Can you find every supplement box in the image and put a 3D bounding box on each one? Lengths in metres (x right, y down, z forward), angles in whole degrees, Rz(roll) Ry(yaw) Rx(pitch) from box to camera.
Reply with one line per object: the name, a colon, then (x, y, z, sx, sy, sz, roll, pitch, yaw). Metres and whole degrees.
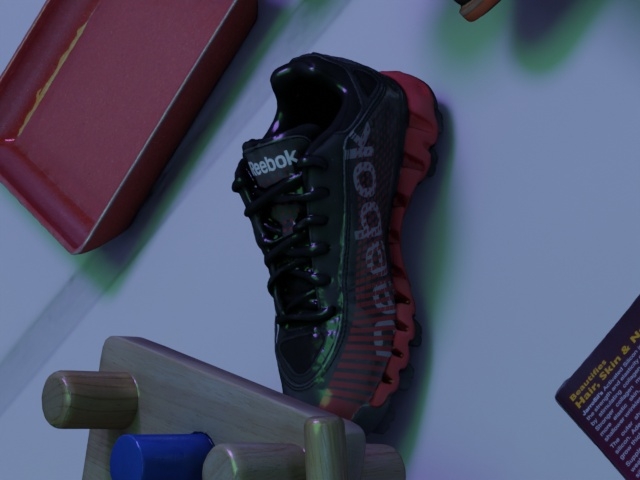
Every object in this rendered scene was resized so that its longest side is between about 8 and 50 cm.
supplement box: (0.216, 0.104, 1.001, 0.104, 0.081, 0.188, -53, 39, 12)

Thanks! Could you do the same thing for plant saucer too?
plant saucer: (-0.163, -0.135, 1.612, 0.259, 0.047, 0.258, -57, 38, 5)

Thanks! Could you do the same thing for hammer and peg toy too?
hammer and peg toy: (-0.041, 0.206, 1.150, 0.361, 0.127, 0.266, 15, 97, 52)

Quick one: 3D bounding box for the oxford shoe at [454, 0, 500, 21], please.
oxford shoe: (0.131, -0.271, 1.295, 0.271, 0.098, 0.097, -65, 11, -12)

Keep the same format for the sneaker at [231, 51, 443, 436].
sneaker: (0.000, 0.000, 1.272, 0.097, 0.135, 0.276, -14, 59, 42)
